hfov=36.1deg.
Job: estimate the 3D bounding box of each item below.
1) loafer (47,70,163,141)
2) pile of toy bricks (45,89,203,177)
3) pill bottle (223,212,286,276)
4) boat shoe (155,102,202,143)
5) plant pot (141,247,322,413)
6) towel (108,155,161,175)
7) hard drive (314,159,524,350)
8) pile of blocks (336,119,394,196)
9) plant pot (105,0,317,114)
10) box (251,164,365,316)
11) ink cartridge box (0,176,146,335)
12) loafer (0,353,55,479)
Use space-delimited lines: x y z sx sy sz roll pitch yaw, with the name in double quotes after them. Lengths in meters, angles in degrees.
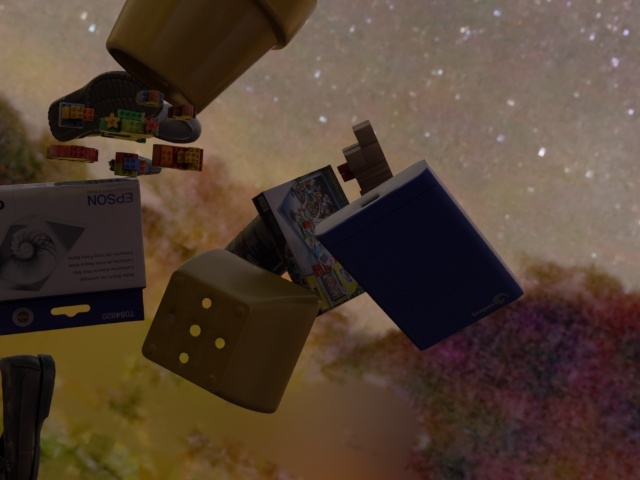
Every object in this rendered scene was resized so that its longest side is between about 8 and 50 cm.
-0.333 -0.216 1.572 0.251 0.094 0.087 -5 7 39 "loafer"
-0.245 -0.144 1.290 0.212 0.118 0.105 3 -1 -25 "pile of toy bricks"
-0.085 -0.009 2.028 0.130 0.130 0.245 29 -53 -25 "pill bottle"
-0.351 -0.243 1.964 0.227 0.079 0.081 21 23 -7 "boat shoe"
-0.154 0.141 1.536 0.212 0.212 0.187 24 4 19 "plant pot"
-0.386 -0.155 2.058 0.067 0.029 0.119 17 11 18 "towel"
0.167 0.034 1.614 0.319 0.210 0.040 47 20 -32 "hard drive"
0.098 -0.180 2.313 0.362 0.112 0.149 57 10 -63 "pile of blocks"
-0.171 -0.321 1.409 0.254 0.239 0.254 34 -7 5 "plant pot"
0.000 0.000 1.716 0.044 0.159 0.233 -29 -94 54 "box"
-0.366 0.027 1.417 0.223 0.224 0.045 -6 14 -16 "ink cartridge box"
-0.465 0.296 1.480 0.084 0.268 0.096 9 8 -29 "loafer"
